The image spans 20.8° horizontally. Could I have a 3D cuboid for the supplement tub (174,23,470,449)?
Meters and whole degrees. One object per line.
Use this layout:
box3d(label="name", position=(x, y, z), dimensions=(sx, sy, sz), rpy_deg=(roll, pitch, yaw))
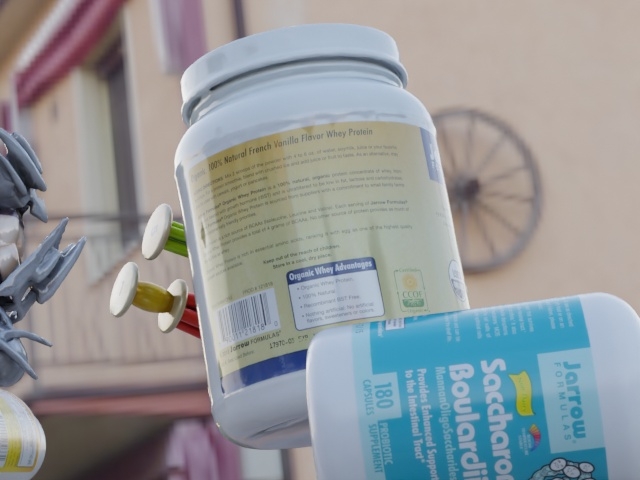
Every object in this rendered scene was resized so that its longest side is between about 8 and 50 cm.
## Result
box3d(label="supplement tub", position=(0.000, 0.000, 1.458), dimensions=(0.228, 0.316, 0.228), rpy_deg=(-9, -14, -2))

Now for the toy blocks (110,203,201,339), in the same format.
box3d(label="toy blocks", position=(-0.100, 0.040, 1.586), dimensions=(0.148, 0.054, 0.123), rpy_deg=(20, -61, -24))

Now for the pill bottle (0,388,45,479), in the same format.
box3d(label="pill bottle", position=(-0.339, 0.196, 1.676), dimensions=(0.117, 0.118, 0.208), rpy_deg=(-10, -9, 9))

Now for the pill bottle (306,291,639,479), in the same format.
box3d(label="pill bottle", position=(0.129, 0.113, 1.146), dimensions=(0.264, 0.146, 0.146), rpy_deg=(-8, -16, 5))

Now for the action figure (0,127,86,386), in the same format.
box3d(label="action figure", position=(-0.252, -0.007, 0.932), dimensions=(0.185, 0.285, 0.099), rpy_deg=(-39, -25, -31))
